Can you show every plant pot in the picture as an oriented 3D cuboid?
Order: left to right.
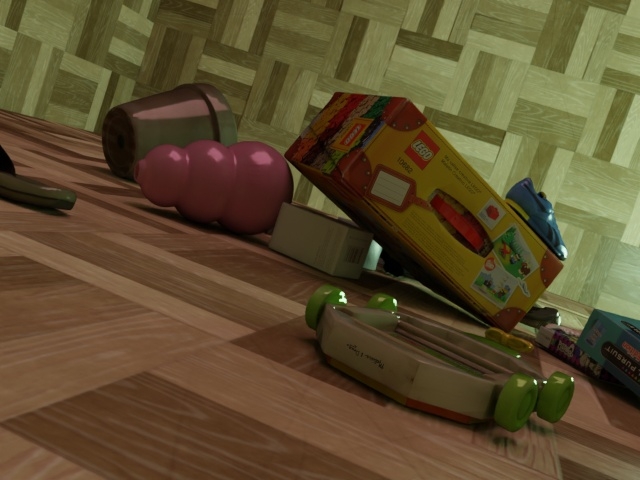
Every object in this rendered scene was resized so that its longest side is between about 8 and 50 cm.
[{"bbox_3d":[-0.434,-0.275,2.037,0.280,0.323,0.323,-10,25,-43],"label":"plant pot"}]

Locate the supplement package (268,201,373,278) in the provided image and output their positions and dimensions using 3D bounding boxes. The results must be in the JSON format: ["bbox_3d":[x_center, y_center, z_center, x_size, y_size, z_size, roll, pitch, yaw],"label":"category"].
[{"bbox_3d":[0.000,0.000,1.527,0.179,0.105,0.105,22,7,34],"label":"supplement package"}]

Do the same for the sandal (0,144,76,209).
[{"bbox_3d":[-0.509,-0.125,1.105,0.302,0.086,0.120,18,5,-6],"label":"sandal"}]

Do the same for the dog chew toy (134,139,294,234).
[{"bbox_3d":[-0.227,-0.123,1.562,0.331,0.207,0.206,7,10,-29],"label":"dog chew toy"}]

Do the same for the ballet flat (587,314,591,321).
[{"bbox_3d":[0.792,0.250,2.060,0.232,0.080,0.073,18,-23,-41],"label":"ballet flat"}]

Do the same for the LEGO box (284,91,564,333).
[{"bbox_3d":[0.203,-0.070,1.544,0.500,0.193,0.372,41,-3,-24],"label":"LEGO box"}]

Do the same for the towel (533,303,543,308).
[{"bbox_3d":[0.514,0.155,2.135,0.271,0.040,0.370,18,5,4],"label":"towel"}]

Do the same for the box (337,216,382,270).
[{"bbox_3d":[0.089,0.008,1.788,0.101,0.102,0.087,22,4,40],"label":"box"}]

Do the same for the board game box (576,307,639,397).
[{"bbox_3d":[0.638,0.235,1.222,0.336,0.079,0.254,15,17,-25],"label":"board game box"}]

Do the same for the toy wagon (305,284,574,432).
[{"bbox_3d":[0.153,0.136,0.855,0.267,0.068,0.344,23,6,37],"label":"toy wagon"}]

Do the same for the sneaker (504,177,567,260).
[{"bbox_3d":[0.451,-0.041,1.479,0.209,0.082,0.069,44,-5,-26],"label":"sneaker"}]

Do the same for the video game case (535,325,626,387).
[{"bbox_3d":[0.561,0.237,1.395,0.232,0.042,0.210,17,6,-16],"label":"video game case"}]

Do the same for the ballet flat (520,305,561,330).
[{"bbox_3d":[0.491,0.179,1.748,0.084,0.058,0.250,-19,10,-14],"label":"ballet flat"}]

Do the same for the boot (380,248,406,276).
[{"bbox_3d":[0.267,0.036,1.868,0.246,0.207,0.094,39,-31,24],"label":"boot"}]

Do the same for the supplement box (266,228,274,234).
[{"bbox_3d":[-0.107,-0.042,1.858,0.083,0.056,0.083,17,5,-21],"label":"supplement box"}]

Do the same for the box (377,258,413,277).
[{"bbox_3d":[0.245,0.047,2.024,0.290,0.087,0.169,19,5,6],"label":"box"}]

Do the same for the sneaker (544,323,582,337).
[{"bbox_3d":[0.525,0.210,1.525,0.134,0.051,0.070,18,6,25],"label":"sneaker"}]
